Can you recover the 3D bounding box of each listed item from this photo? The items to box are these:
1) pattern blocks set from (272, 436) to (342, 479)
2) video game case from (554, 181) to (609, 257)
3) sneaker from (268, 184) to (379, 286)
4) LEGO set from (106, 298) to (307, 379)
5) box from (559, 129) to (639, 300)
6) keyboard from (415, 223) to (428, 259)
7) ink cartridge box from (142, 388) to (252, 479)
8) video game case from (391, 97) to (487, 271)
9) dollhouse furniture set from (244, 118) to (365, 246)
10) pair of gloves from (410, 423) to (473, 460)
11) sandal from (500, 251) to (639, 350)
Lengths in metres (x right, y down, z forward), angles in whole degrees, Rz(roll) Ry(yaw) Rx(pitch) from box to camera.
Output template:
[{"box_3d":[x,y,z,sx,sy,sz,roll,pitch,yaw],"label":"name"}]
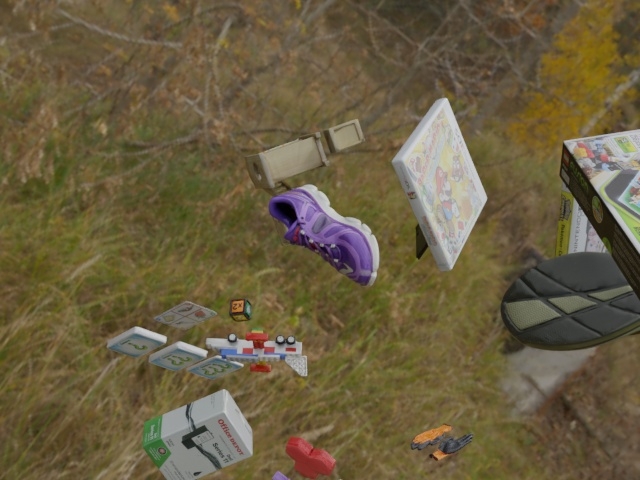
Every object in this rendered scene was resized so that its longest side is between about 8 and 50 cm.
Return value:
[{"box_3d":[0.065,0.453,1.263,0.324,0.285,0.026,29,49,10],"label":"pattern blocks set"},{"box_3d":[0.548,-0.064,1.463,0.274,0.248,0.035,-11,22,-26],"label":"video game case"},{"box_3d":[0.000,0.000,0.911,0.071,0.068,0.170,-14,40,-38],"label":"sneaker"},{"box_3d":[-0.140,0.144,1.038,0.182,0.244,0.060,27,51,-36],"label":"LEGO set"},{"box_3d":[0.266,-0.015,0.588,0.207,0.114,0.036,-101,-178,-52],"label":"box"},{"box_3d":[0.218,-0.043,1.476,0.038,0.192,0.100,7,63,-9],"label":"keyboard"},{"box_3d":[-0.276,0.451,1.822,0.087,0.208,0.153,-103,168,-62],"label":"ink cartridge box"},{"box_3d":[0.202,-0.096,1.314,0.206,0.026,0.227,63,38,-22],"label":"video game case"},{"box_3d":[-0.010,-0.097,1.351,0.101,0.181,0.161,9,-61,70],"label":"dollhouse furniture set"},{"box_3d":[0.173,0.287,1.148,0.074,0.010,0.083,-21,13,-27],"label":"pair of gloves"},{"box_3d":[0.359,0.066,0.920,0.086,0.302,0.120,76,-3,-48],"label":"sandal"}]
